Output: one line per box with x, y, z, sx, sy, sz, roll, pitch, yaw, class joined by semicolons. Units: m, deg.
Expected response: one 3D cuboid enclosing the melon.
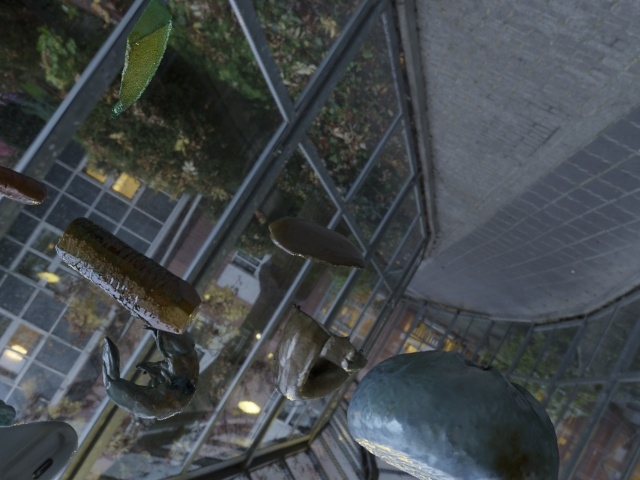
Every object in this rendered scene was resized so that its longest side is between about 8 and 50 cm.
-0.355;-0.330;0.903;0.053;0.114;0.262;33;132;-12;melon

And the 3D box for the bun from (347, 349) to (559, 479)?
0.217;0.308;0.789;0.361;0.211;0.362;22;161;8;bun

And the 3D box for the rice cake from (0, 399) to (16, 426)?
-0.641;0.271;0.784;0.084;0.040;0.226;2;156;44;rice cake

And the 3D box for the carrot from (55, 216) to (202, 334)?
-0.384;0.076;0.945;0.301;0.114;0.114;33;174;2;carrot

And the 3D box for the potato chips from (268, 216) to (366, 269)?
0.000;0.000;0.865;0.201;0.049;0.150;23;-162;-23;potato chips

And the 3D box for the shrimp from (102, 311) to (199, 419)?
-0.462;0.298;1.243;0.361;0.246;0.085;63;158;15;shrimp

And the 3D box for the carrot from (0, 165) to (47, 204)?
-0.631;-0.123;0.880;0.059;0.059;0.248;28;178;27;carrot

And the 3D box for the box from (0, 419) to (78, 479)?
-0.810;0.583;1.172;0.141;0.348;0.289;69;-156;-15;box

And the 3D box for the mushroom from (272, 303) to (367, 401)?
-0.013;0.232;0.877;0.156;0.151;0.286;27;168;30;mushroom
